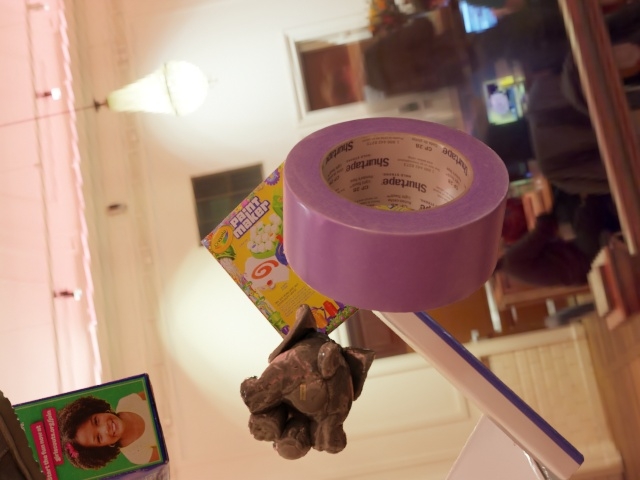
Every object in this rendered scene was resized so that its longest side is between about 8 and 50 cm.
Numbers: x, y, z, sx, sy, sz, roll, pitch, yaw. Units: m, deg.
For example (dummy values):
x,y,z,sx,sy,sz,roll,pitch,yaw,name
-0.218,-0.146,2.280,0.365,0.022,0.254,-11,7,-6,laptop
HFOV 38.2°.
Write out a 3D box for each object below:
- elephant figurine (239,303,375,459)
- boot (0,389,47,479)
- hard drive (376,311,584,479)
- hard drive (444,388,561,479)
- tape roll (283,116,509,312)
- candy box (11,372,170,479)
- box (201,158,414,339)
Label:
x,y,z,sx,sy,sz,roll,pitch,yaw,name
-0.012,0.174,1.287,0.239,0.186,0.169,-61,-46,-61,elephant figurine
-0.297,0.225,0.675,0.208,0.076,0.189,-40,-71,-53,boot
0.182,0.167,1.190,0.319,0.040,0.210,43,177,2,hard drive
0.319,0.474,1.678,0.233,0.047,0.353,-116,34,-42,hard drive
0.062,-0.028,0.790,0.189,0.189,0.080,-95,5,-54,tape roll
-0.351,0.287,1.123,0.268,0.317,0.122,109,144,-62,candy box
0.000,0.000,1.654,0.279,0.290,0.177,50,-157,3,box
